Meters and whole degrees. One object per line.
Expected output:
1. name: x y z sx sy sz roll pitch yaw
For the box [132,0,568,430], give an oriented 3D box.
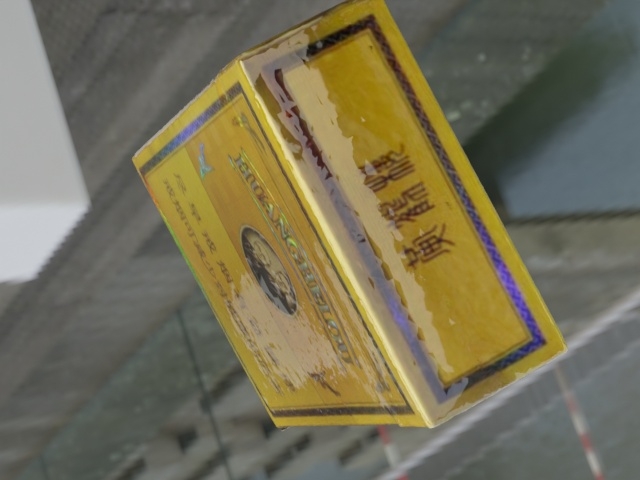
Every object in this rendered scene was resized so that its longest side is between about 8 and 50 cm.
1. box: 0.000 0.000 0.935 0.084 0.193 0.301 -30 -178 -16
